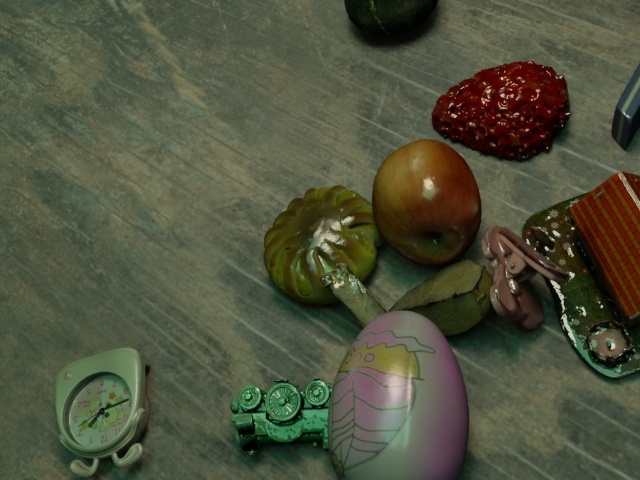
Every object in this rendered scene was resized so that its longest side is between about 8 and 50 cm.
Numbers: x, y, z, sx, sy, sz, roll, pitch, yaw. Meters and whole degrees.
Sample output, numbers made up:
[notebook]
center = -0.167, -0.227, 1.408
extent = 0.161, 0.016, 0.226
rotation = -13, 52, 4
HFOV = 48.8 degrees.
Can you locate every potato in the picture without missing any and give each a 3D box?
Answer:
[potato]
center = 0.202, 0.099, 1.083
extent = 0.172, 0.089, 0.101
rotation = -26, 20, 41

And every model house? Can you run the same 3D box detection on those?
[model house]
center = 0.429, 0.023, 1.007
extent = 0.206, 0.154, 0.294
rotation = -19, 60, 2

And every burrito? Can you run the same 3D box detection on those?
[burrito]
center = 0.070, 0.107, 1.080
extent = 0.051, 0.042, 0.171
rotation = -42, 90, 3

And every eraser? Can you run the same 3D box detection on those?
[eraser]
center = 0.542, -0.262, 1.172
extent = 0.036, 0.082, 0.225
rotation = 26, 72, 27

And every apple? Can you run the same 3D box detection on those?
[apple]
center = 0.165, -0.065, 1.112
extent = 0.199, 0.199, 0.199
rotation = -6, 61, 12

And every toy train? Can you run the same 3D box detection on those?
[toy train]
center = -0.049, 0.265, 1.056
extent = 0.178, 0.071, 0.105
rotation = -6, 72, 10

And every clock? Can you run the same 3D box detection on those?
[clock]
center = -0.345, 0.276, 1.130
extent = 0.151, 0.062, 0.191
rotation = -16, 60, 5

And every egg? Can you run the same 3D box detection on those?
[egg]
center = 0.106, 0.226, 0.957
extent = 0.196, 0.196, 0.272
rotation = 1, 73, 15

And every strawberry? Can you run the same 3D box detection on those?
[strawberry]
center = 0.304, -0.241, 1.209
extent = 0.236, 0.111, 0.190
rotation = 0, 65, 16

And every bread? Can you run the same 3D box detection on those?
[bread]
center = 0.000, 0.000, 1.165
extent = 0.213, 0.105, 0.214
rotation = -8, 60, 14

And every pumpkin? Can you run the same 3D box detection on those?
[pumpkin]
center = 0.138, -0.485, 1.364
extent = 0.190, 0.146, 0.191
rotation = -5, 60, 10

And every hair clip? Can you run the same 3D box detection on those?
[hair clip]
center = 0.281, 0.051, 1.043
extent = 0.102, 0.123, 0.138
rotation = -56, 48, 15
